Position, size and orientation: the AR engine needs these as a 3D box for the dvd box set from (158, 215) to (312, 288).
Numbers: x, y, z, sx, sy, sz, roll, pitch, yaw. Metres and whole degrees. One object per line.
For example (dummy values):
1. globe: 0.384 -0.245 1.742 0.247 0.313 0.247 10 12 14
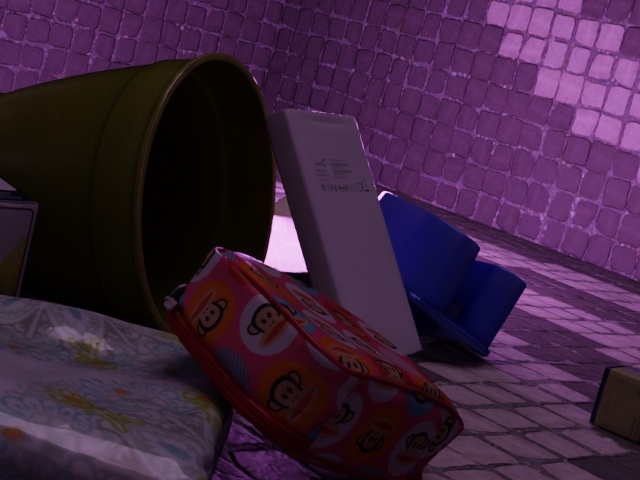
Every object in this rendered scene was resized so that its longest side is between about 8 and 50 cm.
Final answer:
1. dvd box set: -0.136 0.026 1.964 0.307 0.062 0.420 2 12 -15

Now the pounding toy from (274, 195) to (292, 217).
1. pounding toy: 0.000 0.000 2.291 0.237 0.110 0.183 -30 68 -27

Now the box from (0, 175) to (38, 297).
1. box: -0.436 -0.013 1.436 0.087 0.169 0.290 4 16 -40

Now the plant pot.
1. plant pot: -0.291 -0.064 1.616 0.353 0.366 0.366 6 5 22

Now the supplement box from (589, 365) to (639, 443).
1. supplement box: 0.428 0.225 1.728 0.083 0.083 0.056 21 11 37

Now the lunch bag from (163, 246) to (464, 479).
1. lunch bag: -0.012 0.115 1.254 0.258 0.120 0.293 44 8 39

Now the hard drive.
1. hard drive: 0.036 -0.002 1.728 0.047 0.353 0.233 -19 -6 24

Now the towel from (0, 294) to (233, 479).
1. towel: -0.240 0.138 1.145 0.320 0.090 0.374 14 9 0

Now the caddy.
1. caddy: 0.160 0.067 1.993 0.241 0.179 0.341 37 -2 -28
